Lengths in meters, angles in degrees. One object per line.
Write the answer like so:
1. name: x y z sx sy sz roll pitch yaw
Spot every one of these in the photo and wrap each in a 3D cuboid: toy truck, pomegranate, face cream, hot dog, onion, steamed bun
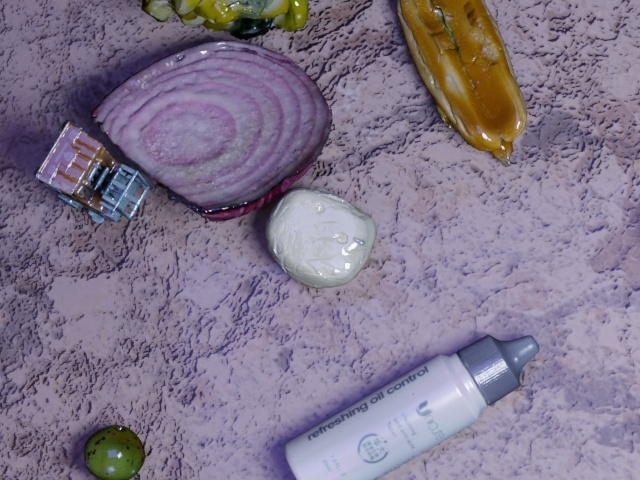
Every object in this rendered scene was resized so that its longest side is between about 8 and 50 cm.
1. toy truck: -0.263 -0.070 1.951 0.115 0.177 0.080 29 83 8
2. pomegranate: -0.239 0.259 1.925 0.073 0.073 0.084 -18 110 6
3. face cream: 0.111 0.194 1.856 0.311 0.092 0.092 -29 73 3
4. hot dog: 0.172 -0.210 1.952 0.109 0.072 0.269 -23 72 7
5. onion: -0.115 -0.119 1.974 0.247 0.111 0.250 -34 58 -23
6. steamed bun: 0.000 0.000 1.923 0.130 0.091 0.112 22 86 13

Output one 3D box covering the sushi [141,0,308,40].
1. sushi: -0.103 -0.368 1.931 0.329 0.328 0.285 30 97 2
